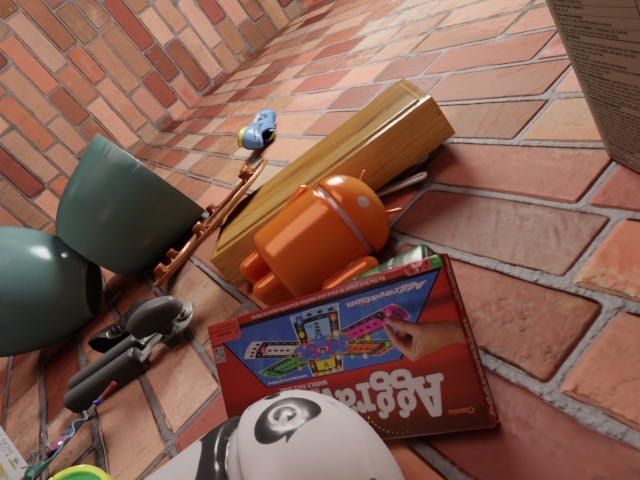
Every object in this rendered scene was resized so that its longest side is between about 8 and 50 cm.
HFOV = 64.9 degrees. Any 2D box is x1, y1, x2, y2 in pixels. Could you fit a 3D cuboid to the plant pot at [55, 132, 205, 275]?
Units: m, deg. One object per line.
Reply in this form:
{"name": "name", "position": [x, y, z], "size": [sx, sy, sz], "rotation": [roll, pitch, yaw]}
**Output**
{"name": "plant pot", "position": [-0.455, -0.061, 1.162], "size": [0.235, 0.293, 0.293], "rotation": [-56, 30, -6]}

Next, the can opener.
{"name": "can opener", "position": [-0.324, 0.181, 0.839], "size": [0.280, 0.093, 0.074], "rotation": [-38, 28, 11]}

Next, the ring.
{"name": "ring", "position": [-0.226, -0.044, 1.012], "size": [0.336, 0.032, 0.336], "rotation": [-45, 14, 15]}

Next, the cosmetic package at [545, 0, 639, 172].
{"name": "cosmetic package", "position": [0.298, -0.196, 0.425], "size": [0.129, 0.296, 0.153], "rotation": [-35, 28, 10]}

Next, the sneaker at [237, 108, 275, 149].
{"name": "sneaker", "position": [-0.152, -0.304, 1.391], "size": [0.082, 0.069, 0.209], "rotation": [10, 35, 13]}

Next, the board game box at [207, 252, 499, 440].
{"name": "board game box", "position": [0.010, 0.121, 0.486], "size": [0.281, 0.145, 0.027], "rotation": [-21, -10, 31]}

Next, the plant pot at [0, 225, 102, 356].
{"name": "plant pot", "position": [-0.610, 0.110, 1.133], "size": [0.196, 0.290, 0.290], "rotation": [-2, 28, -8]}

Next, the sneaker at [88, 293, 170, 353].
{"name": "sneaker", "position": [-0.354, 0.156, 0.951], "size": [0.170, 0.051, 0.089], "rotation": [-19, 33, 25]}

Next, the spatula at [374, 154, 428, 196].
{"name": "spatula", "position": [0.081, -0.094, 0.837], "size": [0.242, 0.019, 0.168], "rotation": [-19, 28, 34]}

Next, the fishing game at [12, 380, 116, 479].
{"name": "fishing game", "position": [-0.393, 0.310, 0.692], "size": [0.189, 0.041, 0.264], "rotation": [-45, 9, 33]}

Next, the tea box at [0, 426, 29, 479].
{"name": "tea box", "position": [-0.638, 0.310, 0.650], "size": [0.220, 0.329, 0.323], "rotation": [-34, 0, 7]}

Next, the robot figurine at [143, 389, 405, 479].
{"name": "robot figurine", "position": [-0.066, 0.229, 0.358], "size": [0.278, 0.173, 0.209], "rotation": [-37, 35, 5]}

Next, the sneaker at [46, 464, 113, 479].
{"name": "sneaker", "position": [-0.329, 0.378, 0.521], "size": [0.123, 0.109, 0.295], "rotation": [-8, 40, 50]}

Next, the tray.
{"name": "tray", "position": [0.004, -0.103, 0.839], "size": [0.411, 0.076, 0.203], "rotation": [-35, 22, 12]}

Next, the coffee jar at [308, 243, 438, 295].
{"name": "coffee jar", "position": [0.050, 0.081, 0.543], "size": [0.184, 0.079, 0.096], "rotation": [-27, 30, 22]}

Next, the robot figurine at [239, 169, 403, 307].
{"name": "robot figurine", "position": [-0.001, -0.002, 0.674], "size": [0.219, 0.128, 0.158], "rotation": [-39, 15, 0]}
